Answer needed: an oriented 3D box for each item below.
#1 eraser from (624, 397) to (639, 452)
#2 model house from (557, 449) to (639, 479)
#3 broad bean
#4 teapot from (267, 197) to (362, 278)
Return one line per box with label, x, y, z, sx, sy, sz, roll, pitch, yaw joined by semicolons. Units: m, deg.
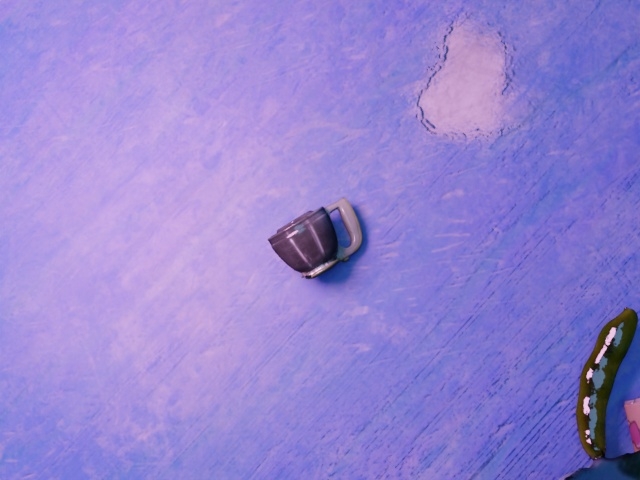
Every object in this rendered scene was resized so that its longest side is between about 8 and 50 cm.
eraser;0.509;0.336;1.403;0.171;0.087;0.291;-11;77;7
model house;0.343;0.457;1.297;0.297;0.339;0.360;-9;70;-36
broad bean;0.384;0.200;1.465;0.069;0.039;0.227;3;78;34
teapot;-0.002;0.002;1.531;0.124;0.092;0.091;-30;93;7
